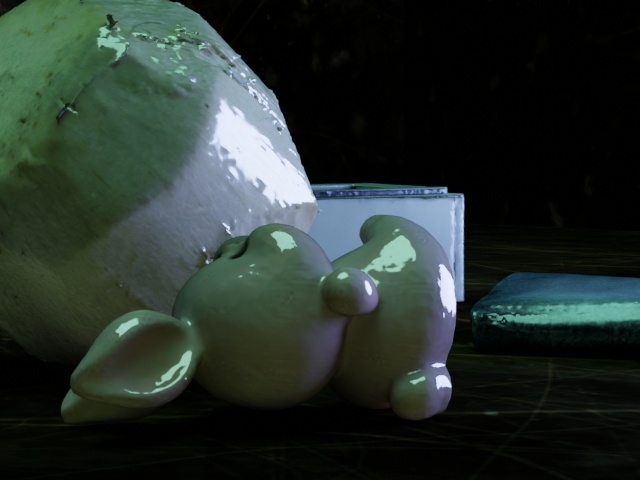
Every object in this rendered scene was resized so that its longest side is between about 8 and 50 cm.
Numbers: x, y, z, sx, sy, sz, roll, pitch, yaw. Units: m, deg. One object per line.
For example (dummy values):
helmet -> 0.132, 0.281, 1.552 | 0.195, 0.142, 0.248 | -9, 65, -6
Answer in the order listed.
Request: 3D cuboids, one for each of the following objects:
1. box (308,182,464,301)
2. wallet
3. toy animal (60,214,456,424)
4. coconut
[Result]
box -> 0.000, 0.000, 1.447 | 0.225, 0.117, 0.225 | -1, 3, -22
wallet -> 0.308, 0.057, 1.024 | 0.379, 0.046, 0.191 | 2, 5, 20
toy animal -> -0.033, 0.038, 0.730 | 0.212, 0.124, 0.124 | 2, 1, -27
coconut -> -0.126, -0.029, 0.927 | 0.245, 0.245, 0.247 | 3, -30, 42
